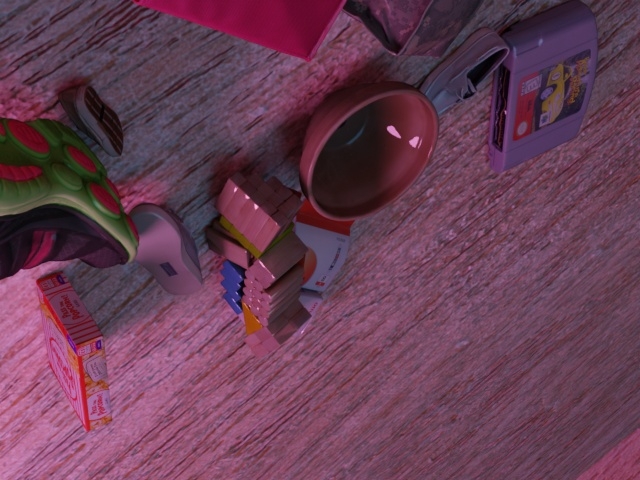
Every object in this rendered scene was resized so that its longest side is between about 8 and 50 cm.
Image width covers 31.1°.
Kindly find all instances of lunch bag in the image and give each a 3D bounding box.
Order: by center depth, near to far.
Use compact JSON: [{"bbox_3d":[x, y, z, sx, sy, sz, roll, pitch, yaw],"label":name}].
[{"bbox_3d":[0.157,-0.393,1.505,0.287,0.169,0.235,-53,170,19],"label":"lunch bag"}]

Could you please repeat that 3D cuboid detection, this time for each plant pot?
[{"bbox_3d":[0.054,-0.154,1.755,0.237,0.109,0.237,-24,140,-22],"label":"plant pot"}]

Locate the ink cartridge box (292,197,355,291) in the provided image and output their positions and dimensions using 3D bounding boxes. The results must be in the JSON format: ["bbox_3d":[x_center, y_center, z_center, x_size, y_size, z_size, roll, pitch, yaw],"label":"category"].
[{"bbox_3d":[0.000,0.000,1.919,0.145,0.045,0.179,15,119,-48],"label":"ink cartridge box"}]

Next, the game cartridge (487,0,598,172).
[{"bbox_3d":[0.384,-0.263,1.979,0.196,0.060,0.294,-29,142,-22],"label":"game cartridge"}]

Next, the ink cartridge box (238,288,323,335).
[{"bbox_3d":[-0.068,0.112,1.964,0.122,0.052,0.088,12,119,-45],"label":"ink cartridge box"}]

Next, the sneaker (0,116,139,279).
[{"bbox_3d":[-0.384,-0.039,1.398,0.202,0.185,0.483,-33,162,12],"label":"sneaker"}]

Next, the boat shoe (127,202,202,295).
[{"bbox_3d":[-0.232,-0.002,1.693,0.079,0.081,0.227,-13,147,6],"label":"boat shoe"}]

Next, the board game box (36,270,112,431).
[{"bbox_3d":[-0.359,0.164,1.688,0.045,0.147,0.193,-21,138,-24],"label":"board game box"}]

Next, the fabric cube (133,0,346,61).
[{"bbox_3d":[-0.098,-0.391,1.266,0.258,0.254,0.259,10,120,-45],"label":"fabric cube"}]

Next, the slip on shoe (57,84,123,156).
[{"bbox_3d":[-0.299,-0.155,1.509,0.041,0.051,0.135,-2,154,15],"label":"slip on shoe"}]

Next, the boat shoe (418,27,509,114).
[{"bbox_3d":[0.227,-0.255,1.839,0.184,0.063,0.066,-43,143,2],"label":"boat shoe"}]

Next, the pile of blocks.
[{"bbox_3d":[-0.085,0.022,1.806,0.113,0.149,0.362,-40,147,-36],"label":"pile of blocks"}]
